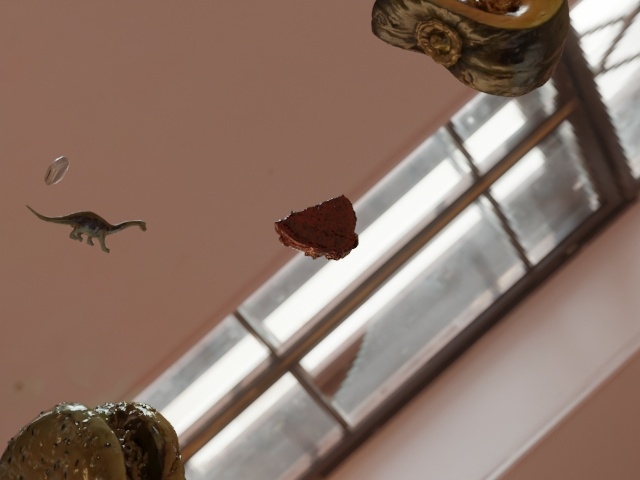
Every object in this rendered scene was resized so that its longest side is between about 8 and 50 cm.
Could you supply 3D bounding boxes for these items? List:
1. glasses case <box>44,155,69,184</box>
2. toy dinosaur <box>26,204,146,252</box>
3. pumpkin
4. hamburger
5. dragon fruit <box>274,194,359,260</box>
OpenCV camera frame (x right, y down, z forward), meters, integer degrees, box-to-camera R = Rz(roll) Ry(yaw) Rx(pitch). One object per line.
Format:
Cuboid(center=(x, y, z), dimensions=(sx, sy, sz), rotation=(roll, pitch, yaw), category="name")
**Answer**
Cuboid(center=(-0.435, -0.114, 2.091), dimensions=(0.021, 0.032, 0.083), rotation=(53, -29, 5), category="glasses case")
Cuboid(center=(-0.352, -0.015, 1.905), dimensions=(0.180, 0.058, 0.037), rotation=(9, -4, -28), category="toy dinosaur")
Cuboid(center=(0.244, -0.346, 1.949), dimensions=(0.281, 0.190, 0.139), rotation=(31, -36, 17), category="pumpkin")
Cuboid(center=(-0.335, 0.377, 1.885), dimensions=(0.195, 0.276, 0.318), rotation=(5, 33, -45), category="hamburger")
Cuboid(center=(0.000, 0.000, 2.153), dimensions=(0.106, 0.162, 0.083), rotation=(48, -45, 23), category="dragon fruit")
